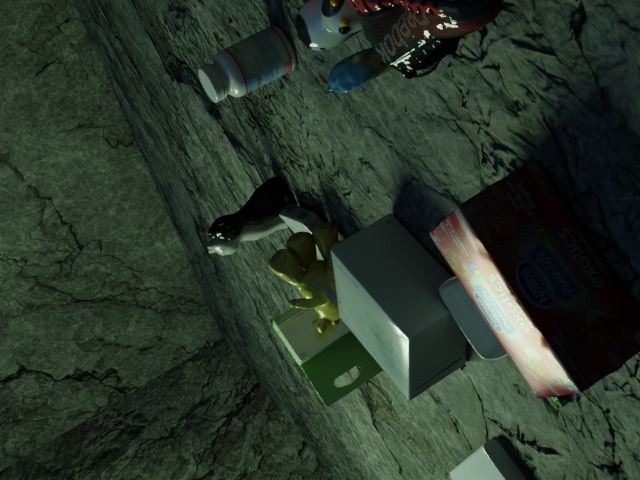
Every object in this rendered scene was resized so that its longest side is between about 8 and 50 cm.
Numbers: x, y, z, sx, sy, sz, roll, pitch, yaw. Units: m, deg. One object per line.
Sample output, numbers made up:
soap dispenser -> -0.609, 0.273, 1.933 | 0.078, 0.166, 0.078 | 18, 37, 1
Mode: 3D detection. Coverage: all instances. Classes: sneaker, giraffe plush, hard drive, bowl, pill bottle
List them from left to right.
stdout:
pill bottle -> -0.130, -0.306, 1.541 | 0.087, 0.160, 0.087 | 53, 163, 24
giraffe plush -> 0.013, 0.094, 1.836 | 0.170, 0.181, 0.210 | 61, -174, -53
sneaker -> 0.125, -0.249, 0.991 | 0.276, 0.098, 0.135 | 32, 149, 62
bowl -> 0.250, 0.107, 1.326 | 0.142, 0.053, 0.142 | 58, 163, 6
hard drive -> 0.361, 0.515, 1.737 | 0.210, 0.040, 0.318 | 54, 163, 18

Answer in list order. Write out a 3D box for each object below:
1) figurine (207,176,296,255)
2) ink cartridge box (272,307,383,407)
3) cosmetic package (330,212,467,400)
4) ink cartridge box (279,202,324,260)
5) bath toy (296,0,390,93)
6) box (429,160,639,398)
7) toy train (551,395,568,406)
figurine -> -0.175, -0.041, 2.063 | 0.092, 0.209, 0.215 | 57, 164, 9
ink cartridge box -> 0.020, 0.243, 2.049 | 0.235, 0.171, 0.056 | 55, 163, 14
cosmetic package -> 0.139, 0.117, 1.531 | 0.224, 0.138, 0.224 | 49, 160, 33
ink cartridge box -> 0.000, 0.000, 1.951 | 0.179, 0.045, 0.145 | 46, 170, -25
bath toy -> -0.017, -0.366, 1.161 | 0.151, 0.129, 0.348 | -23, 99, 40
box -> 0.262, 0.052, 1.063 | 0.257, 0.123, 0.128 | 58, 165, 7
toy train -> 0.340, 0.223, 1.325 | 0.083, 0.017, 0.023 | 40, 165, 50
